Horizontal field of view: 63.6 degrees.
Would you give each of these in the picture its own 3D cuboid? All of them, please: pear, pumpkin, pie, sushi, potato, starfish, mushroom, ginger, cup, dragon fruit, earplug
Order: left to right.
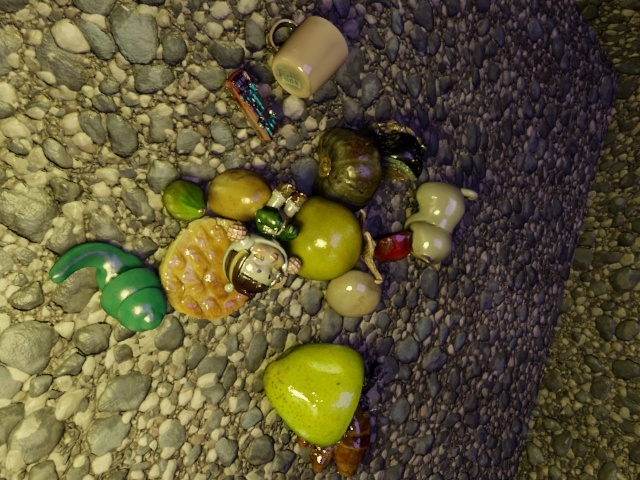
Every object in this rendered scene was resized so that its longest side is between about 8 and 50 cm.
[{"bbox_3d":[-0.532,0.127,1.369,0.164,0.280,0.257,-48,159,-4],"label":"earplug"},{"bbox_3d":[-0.330,0.087,1.578,0.340,0.083,0.339,-4,96,-39],"label":"pie"},{"bbox_3d":[-0.223,-0.140,1.608,0.204,0.158,0.178,4,92,-43],"label":"potato"},{"bbox_3d":[-0.067,-0.611,1.692,0.253,0.191,0.200,38,71,-3],"label":"cup"},{"bbox_3d":[-0.037,0.482,1.724,0.318,0.238,0.342,23,71,-7],"label":"pear"},{"bbox_3d":[0.000,0.000,1.718,0.294,0.294,0.294,-4,96,-39],"label":"pear"},{"bbox_3d":[0.060,0.709,1.900,0.274,0.153,0.357,-39,115,-30],"label":"ginger"},{"bbox_3d":[0.111,0.180,1.901,0.207,0.209,0.206,-23,147,-16],"label":"mushroom"},{"bbox_3d":[0.126,-0.242,1.836,0.242,0.232,0.324,1,97,-42],"label":"pumpkin"},{"bbox_3d":[0.160,-0.002,1.872,0.060,0.302,0.299,-16,111,3],"label":"starfish"},{"bbox_3d":[0.277,0.032,2.046,0.161,0.127,0.120,-14,93,-36],"label":"dragon fruit"},{"bbox_3d":[0.300,-0.354,1.976,0.238,0.225,0.218,68,38,-61],"label":"sushi"}]

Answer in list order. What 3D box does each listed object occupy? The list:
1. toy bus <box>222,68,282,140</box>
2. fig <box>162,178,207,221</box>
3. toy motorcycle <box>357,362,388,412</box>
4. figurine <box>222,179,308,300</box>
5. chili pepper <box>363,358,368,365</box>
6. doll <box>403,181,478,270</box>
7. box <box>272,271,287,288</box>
[{"bbox_3d":[-0.214,-0.422,1.625,0.073,0.096,0.234,-50,122,-24],"label":"toy bus"},{"bbox_3d":[-0.378,-0.112,1.479,0.123,0.156,0.123,-10,106,-38],"label":"fig"},{"bbox_3d":[0.213,0.600,2.063,0.215,0.080,0.122,-53,123,-29],"label":"toy motorcycle"},{"bbox_3d":[-0.164,0.003,1.532,0.281,0.167,0.369,33,82,-38],"label":"figurine"},{"bbox_3d":[0.132,0.484,2.013,0.153,0.041,0.050,-2,116,-55],"label":"chili pepper"},{"bbox_3d":[0.475,-0.080,2.144,0.370,0.226,0.215,-64,157,-4],"label":"doll"},{"bbox_3d":[-0.162,0.113,1.747,0.106,0.037,0.105,-4,96,-38],"label":"box"}]
